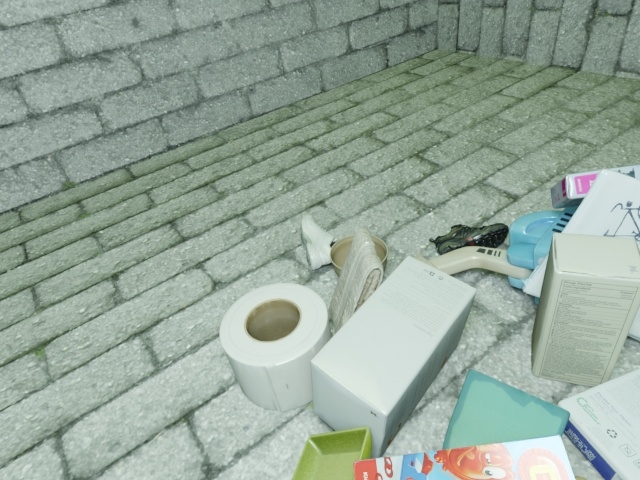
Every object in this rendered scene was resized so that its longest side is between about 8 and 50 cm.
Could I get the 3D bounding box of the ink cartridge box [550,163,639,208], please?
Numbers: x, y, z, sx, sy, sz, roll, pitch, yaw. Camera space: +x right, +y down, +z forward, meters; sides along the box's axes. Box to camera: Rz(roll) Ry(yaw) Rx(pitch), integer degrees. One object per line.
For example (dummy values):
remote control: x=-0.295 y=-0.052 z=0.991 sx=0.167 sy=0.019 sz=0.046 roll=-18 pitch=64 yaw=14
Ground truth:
ink cartridge box: x=0.688 y=-0.125 z=0.916 sx=0.311 sy=0.065 sz=0.186 roll=-4 pitch=-4 yaw=19

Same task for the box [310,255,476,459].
box: x=0.154 y=0.233 z=0.884 sx=0.168 sy=0.215 sz=0.345 roll=29 pitch=50 yaw=28

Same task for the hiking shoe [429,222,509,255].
hiking shoe: x=0.445 y=-0.019 z=1.267 sx=0.227 sy=0.086 sz=0.114 roll=-17 pitch=41 yaw=-7

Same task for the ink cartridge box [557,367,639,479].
ink cartridge box: x=0.656 y=0.371 z=0.728 sx=0.330 sy=0.071 sz=0.324 roll=-15 pitch=37 yaw=-12

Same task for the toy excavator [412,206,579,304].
toy excavator: x=0.516 y=0.049 z=1.098 sx=0.433 sy=0.222 sz=0.445 roll=-36 pitch=31 yaw=-33

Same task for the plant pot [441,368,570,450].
plant pot: x=0.290 y=0.386 z=0.723 sx=0.165 sy=0.166 sz=0.234 roll=19 pitch=58 yaw=32

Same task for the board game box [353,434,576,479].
board game box: x=0.214 y=0.446 z=0.565 sx=0.302 sy=0.086 sz=0.308 roll=-18 pitch=56 yaw=19

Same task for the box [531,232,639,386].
box: x=0.520 y=0.145 z=0.849 sx=0.148 sy=0.311 sz=0.121 roll=7 pitch=40 yaw=21

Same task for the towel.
towel: x=0.076 y=0.125 z=1.013 sx=0.049 sy=0.282 sz=0.187 roll=10 pitch=29 yaw=-12

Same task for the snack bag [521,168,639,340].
snack bag: x=0.653 y=0.045 z=0.868 sx=0.342 sy=0.323 sz=0.037 roll=24 pitch=26 yaw=6

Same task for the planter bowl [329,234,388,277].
planter bowl: x=0.113 y=0.073 z=1.205 sx=0.162 sy=0.109 sz=0.162 roll=-7 pitch=37 yaw=5

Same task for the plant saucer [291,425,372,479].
plant saucer: x=0.014 y=0.434 z=0.744 sx=0.188 sy=0.045 sz=0.188 roll=-35 pitch=20 yaw=44

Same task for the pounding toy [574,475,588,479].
pounding toy: x=0.368 y=0.472 z=0.588 sx=0.154 sy=0.155 sz=0.269 roll=-5 pitch=37 yaw=-1

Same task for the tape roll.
tape roll: x=-0.093 y=0.240 z=0.987 sx=0.246 sy=0.169 sz=0.246 roll=-6 pitch=36 yaw=5

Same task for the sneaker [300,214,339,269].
sneaker: x=0.000 y=0.000 z=1.359 sx=0.115 sy=0.090 sz=0.232 roll=-8 pitch=46 yaw=-9
